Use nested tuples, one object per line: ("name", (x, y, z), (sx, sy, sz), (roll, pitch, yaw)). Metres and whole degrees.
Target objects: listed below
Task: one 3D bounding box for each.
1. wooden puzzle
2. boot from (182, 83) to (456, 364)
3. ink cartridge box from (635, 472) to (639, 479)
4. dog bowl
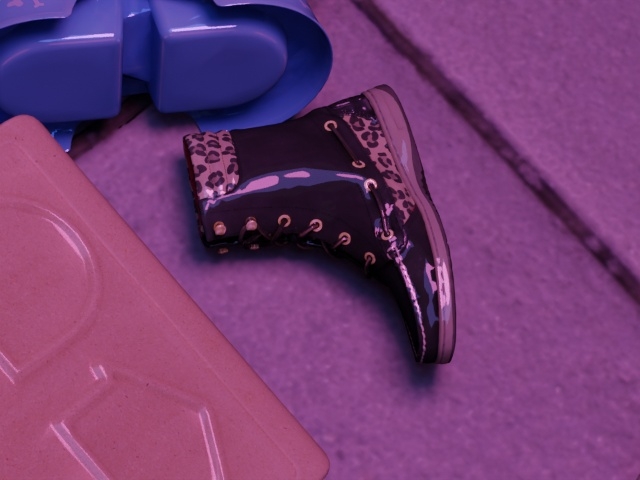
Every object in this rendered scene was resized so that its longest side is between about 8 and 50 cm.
("wooden puzzle", (-0.199, 0.119, 1.250), (0.322, 0.080, 0.348), (49, 46, 2))
("boot", (0.000, 0.000, 1.513), (0.179, 0.085, 0.236), (-10, 65, -10))
("ink cartridge box", (0.351, 0.184, 1.472), (0.197, 0.114, 0.273), (30, 66, 5))
("dog bowl", (-0.142, -0.149, 1.515), (0.297, 0.166, 0.074), (-5, 57, -11))
